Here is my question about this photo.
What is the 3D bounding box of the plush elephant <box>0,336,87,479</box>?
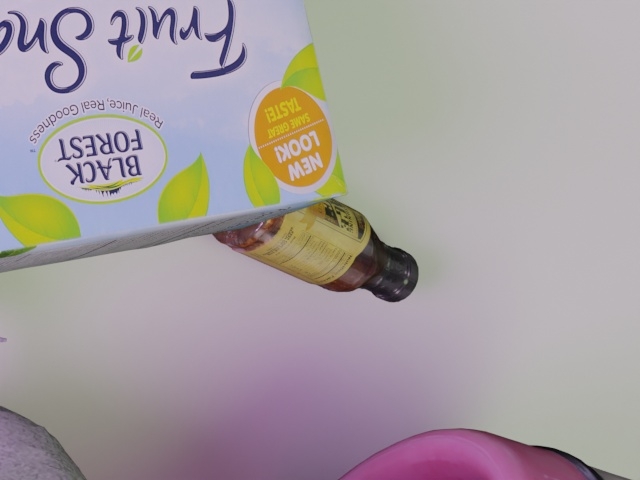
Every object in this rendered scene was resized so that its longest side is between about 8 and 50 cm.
[{"bbox_3d":[-0.178,0.170,0.670,0.255,0.272,0.330,-34,107,-44],"label":"plush elephant"}]

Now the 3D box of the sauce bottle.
[{"bbox_3d":[0.000,0.000,0.904,0.128,0.042,0.042,24,96,-52],"label":"sauce bottle"}]

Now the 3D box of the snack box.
[{"bbox_3d":[-0.103,-0.079,0.664,0.207,0.070,0.174,-10,86,-40],"label":"snack box"}]

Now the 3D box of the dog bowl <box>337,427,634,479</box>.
[{"bbox_3d":[0.036,0.260,0.861,0.150,0.408,0.408,34,88,-16],"label":"dog bowl"}]
